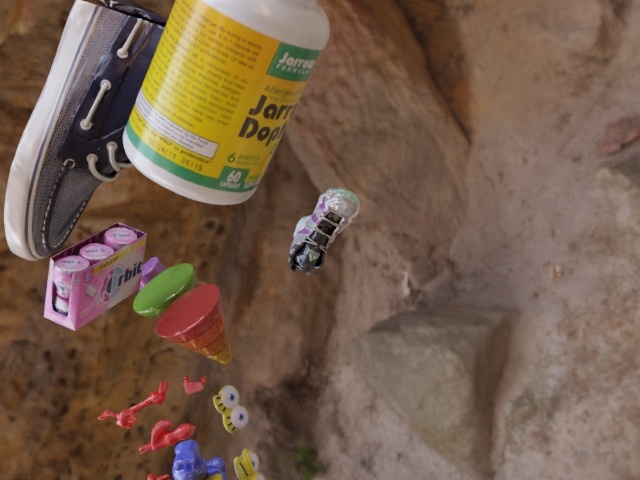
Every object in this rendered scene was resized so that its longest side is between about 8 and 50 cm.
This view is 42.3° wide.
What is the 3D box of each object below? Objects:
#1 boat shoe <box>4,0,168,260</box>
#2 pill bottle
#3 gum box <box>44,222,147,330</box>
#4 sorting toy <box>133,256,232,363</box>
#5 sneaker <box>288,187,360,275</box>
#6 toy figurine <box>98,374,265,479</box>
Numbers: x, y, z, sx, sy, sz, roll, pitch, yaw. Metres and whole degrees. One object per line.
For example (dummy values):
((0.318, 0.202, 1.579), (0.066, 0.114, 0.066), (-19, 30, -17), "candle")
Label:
((-0.251, -0.120, 0.987), (0.127, 0.158, 0.340), (-16, -56, -81), "boat shoe")
((-0.064, -0.142, 0.636), (0.208, 0.118, 0.117), (-62, 24, 22), "pill bottle")
((-0.360, 0.056, 1.323), (0.188, 0.062, 0.107), (-41, -32, -60), "gum box")
((-0.239, 0.130, 1.466), (0.126, 0.127, 0.366), (56, 165, -25), "sorting toy")
((0.000, 0.000, 0.733), (0.098, 0.038, 0.069), (-48, 18, 54), "sneaker")
((-0.155, 0.366, 1.004), (0.217, 0.191, 0.362), (-136, 32, -84), "toy figurine")
